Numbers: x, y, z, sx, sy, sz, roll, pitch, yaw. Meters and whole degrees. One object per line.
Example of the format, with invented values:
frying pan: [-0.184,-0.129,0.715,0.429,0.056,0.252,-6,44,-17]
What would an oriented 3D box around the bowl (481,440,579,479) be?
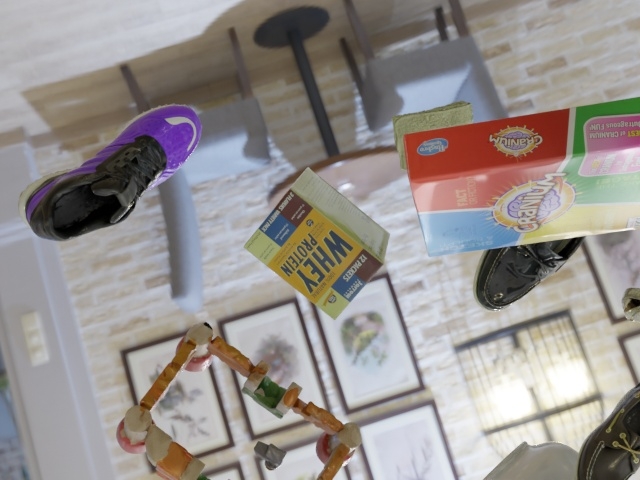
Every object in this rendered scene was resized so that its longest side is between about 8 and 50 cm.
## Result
bowl: [0.418,0.509,1.726,0.298,0.134,0.298,-38,162,-15]

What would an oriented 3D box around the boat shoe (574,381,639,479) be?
boat shoe: [0.460,0.297,1.263,0.228,0.081,0.069,-46,172,-27]

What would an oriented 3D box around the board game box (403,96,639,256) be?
board game box: [0.275,-0.072,1.040,0.316,0.064,0.242,-8,156,10]

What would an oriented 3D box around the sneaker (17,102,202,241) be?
sneaker: [-0.278,-0.086,1.190,0.293,0.102,0.146,-36,-151,-14]

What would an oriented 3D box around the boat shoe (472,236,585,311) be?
boat shoe: [0.425,0.000,1.589,0.340,0.127,0.113,-44,-171,-5]

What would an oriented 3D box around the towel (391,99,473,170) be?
towel: [0.206,-0.184,1.501,0.148,0.110,0.027,-10,-164,14]

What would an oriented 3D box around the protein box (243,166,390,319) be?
protein box: [0.000,0.000,1.490,0.136,0.201,0.200,-50,-176,17]

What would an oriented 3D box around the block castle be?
block castle: [-0.169,0.413,1.745,0.303,0.453,0.213,-55,177,-27]

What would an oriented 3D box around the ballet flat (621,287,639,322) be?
ballet flat: [0.509,0.107,1.335,0.052,0.057,0.168,-32,179,-5]
